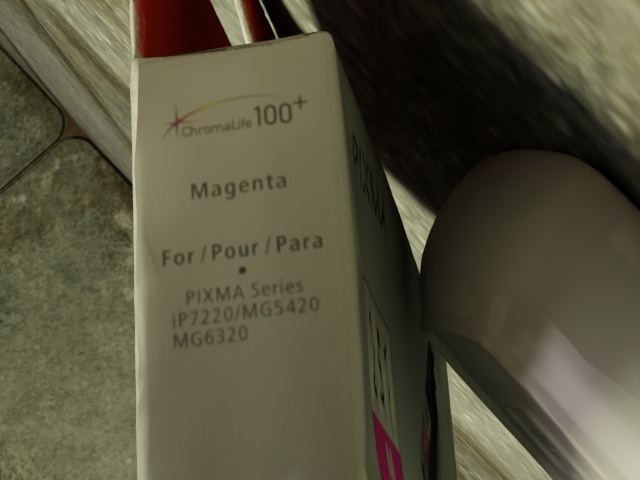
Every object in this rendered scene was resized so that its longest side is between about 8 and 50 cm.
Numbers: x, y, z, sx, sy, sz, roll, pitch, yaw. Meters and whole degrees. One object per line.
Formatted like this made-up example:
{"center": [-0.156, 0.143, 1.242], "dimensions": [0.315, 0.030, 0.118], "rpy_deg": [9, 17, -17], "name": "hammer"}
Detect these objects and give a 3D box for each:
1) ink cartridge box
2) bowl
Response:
{"center": [0.000, 0.000, 0.549], "dimensions": [0.275, 0.060, 0.239], "rpy_deg": [63, -157, -68], "name": "ink cartridge box"}
{"center": [0.085, 0.043, 0.493], "dimensions": [0.142, 0.053, 0.142], "rpy_deg": [48, 173, -7], "name": "bowl"}
